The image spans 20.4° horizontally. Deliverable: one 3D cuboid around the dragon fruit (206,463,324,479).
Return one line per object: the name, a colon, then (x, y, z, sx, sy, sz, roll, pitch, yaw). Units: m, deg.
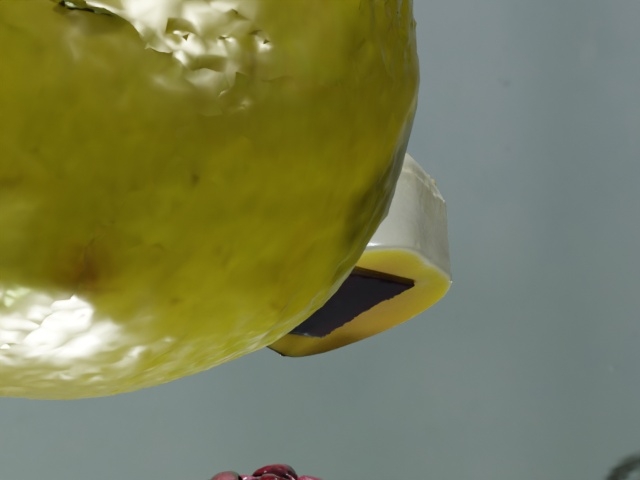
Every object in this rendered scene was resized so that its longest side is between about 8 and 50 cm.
dragon fruit: (-0.054, 0.316, 1.827, 0.218, 0.198, 0.273, 32, 158, 0)

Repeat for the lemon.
lemon: (-0.100, -0.070, 0.609, 0.260, 0.260, 0.284, -39, 128, 16)

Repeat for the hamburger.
hamburger: (0.000, 0.000, 1.607, 0.227, 0.151, 0.295, -28, 161, 9)
